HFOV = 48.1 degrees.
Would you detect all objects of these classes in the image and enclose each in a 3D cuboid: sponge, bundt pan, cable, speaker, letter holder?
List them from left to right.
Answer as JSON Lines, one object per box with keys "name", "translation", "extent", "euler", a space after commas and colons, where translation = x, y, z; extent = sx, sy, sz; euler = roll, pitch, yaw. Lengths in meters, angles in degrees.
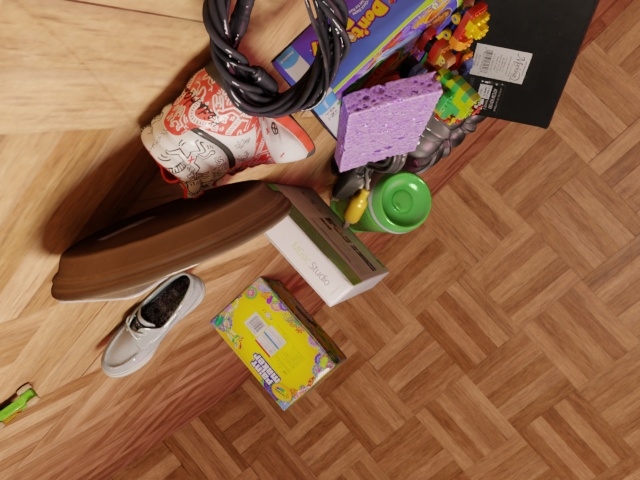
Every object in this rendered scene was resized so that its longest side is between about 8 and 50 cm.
{"name": "cable", "translation": [-0.034, -0.183, 0.650], "extent": [0.150, 0.047, 0.185], "euler": [-48, 145, -26]}
{"name": "cable", "translation": [0.088, -0.131, 1.259], "extent": [0.072, 0.140, 0.287], "euler": [7, 157, -23]}
{"name": "speaker", "translation": [0.114, -0.077, 1.461], "extent": [0.131, 0.131, 0.296], "euler": [-40, -168, -12]}
{"name": "sponge", "translation": [0.082, -0.150, 0.936], "extent": [0.117, 0.031, 0.210], "euler": [-16, 169, -5]}
{"name": "bundt pan", "translation": [0.245, -0.256, 1.450], "extent": [0.331, 0.124, 0.331], "euler": [-41, 171, -8]}
{"name": "letter holder", "translation": [0.297, -0.349, 1.016], "extent": [0.302, 0.151, 0.215], "euler": [90, 15, -58]}

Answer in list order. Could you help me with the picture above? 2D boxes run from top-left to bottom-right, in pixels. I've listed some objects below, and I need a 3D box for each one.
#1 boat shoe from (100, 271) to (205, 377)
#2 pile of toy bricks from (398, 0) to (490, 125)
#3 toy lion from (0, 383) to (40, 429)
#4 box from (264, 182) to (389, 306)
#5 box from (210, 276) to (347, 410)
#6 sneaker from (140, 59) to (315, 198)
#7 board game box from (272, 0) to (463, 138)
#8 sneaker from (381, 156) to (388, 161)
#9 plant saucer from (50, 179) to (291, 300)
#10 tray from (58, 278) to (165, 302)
{"name": "boat shoe", "translation": [-0.294, 0.137, 1.218], "extent": [0.227, 0.079, 0.081], "euler": [-46, 162, -7]}
{"name": "pile of toy bricks", "translation": [0.173, -0.204, 0.957], "extent": [0.118, 0.105, 0.212], "euler": [-38, 169, -23]}
{"name": "toy lion", "translation": [-0.497, 0.276, 1.143], "extent": [0.100, 0.034, 0.096], "euler": [-38, 177, -25]}
{"name": "box", "translation": [0.000, 0.000, 1.278], "extent": [0.058, 0.232, 0.322], "euler": [-44, 170, 11]}
{"name": "box", "translation": [-0.099, 0.265, 1.889], "extent": [0.177, 0.290, 0.279], "euler": [-42, 170, 3]}
{"name": "sneaker", "translation": [-0.102, -0.111, 0.812], "extent": [0.145, 0.090, 0.270], "euler": [-42, 167, 6]}
{"name": "board game box", "translation": [0.082, -0.244, 0.977], "extent": [0.233, 0.078, 0.347], "euler": [-43, 170, 6]}
{"name": "sneaker", "translation": [0.123, -0.203, 1.290], "extent": [0.051, 0.089, 0.170], "euler": [-37, 170, -28]}
{"name": "plant saucer", "translation": [-0.167, -0.009, 0.794], "extent": [0.277, 0.041, 0.278], "euler": [-18, -166, 5]}
{"name": "tray", "translation": [-0.198, 0.006, 0.926], "extent": [0.145, 0.030, 0.270], "euler": [-5, -160, 35]}
